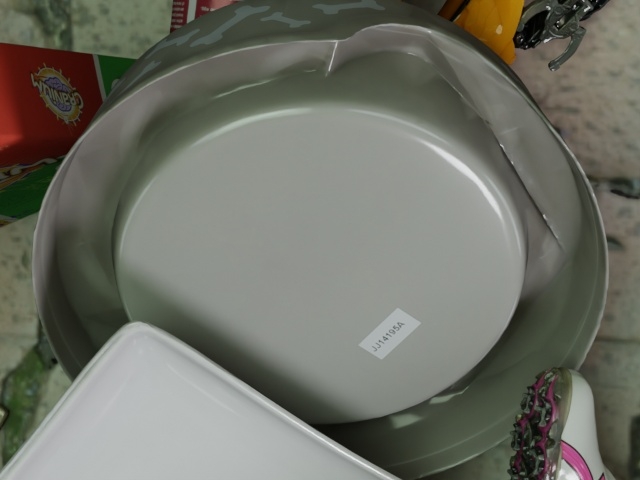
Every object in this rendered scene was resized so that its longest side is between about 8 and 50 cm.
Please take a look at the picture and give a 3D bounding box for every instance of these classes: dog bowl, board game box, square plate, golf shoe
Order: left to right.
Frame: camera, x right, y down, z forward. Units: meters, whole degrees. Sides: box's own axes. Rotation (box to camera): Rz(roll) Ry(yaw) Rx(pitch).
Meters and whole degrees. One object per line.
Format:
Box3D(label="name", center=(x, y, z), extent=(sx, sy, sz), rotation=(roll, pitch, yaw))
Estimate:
Box3D(label="board game box", center=(-0.254, -0.053, 1.172), extent=(0.242, 0.316, 0.064), rotation=(-21, 85, 21))
Box3D(label="square plate", center=(-0.084, 0.237, 1.171), extent=(0.347, 0.049, 0.344), rotation=(33, 113, -23))
Box3D(label="dog bowl", center=(0.000, 0.000, 1.105), extent=(0.349, 0.102, 0.348), rotation=(0, 128, 0))
Box3D(label="golf shoe", center=(0.163, 0.167, 1.114), extent=(0.086, 0.067, 0.186), rotation=(-4, 105, -11))

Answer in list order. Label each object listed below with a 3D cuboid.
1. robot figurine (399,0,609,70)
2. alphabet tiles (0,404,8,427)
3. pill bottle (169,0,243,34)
Box3D(label="robot figurine", center=(0.063, -0.161, 1.140), extent=(0.211, 0.085, 0.291), rotation=(31, 101, -24))
Box3D(label="alphabet tiles", center=(-0.413, 0.111, 1.403), extent=(0.343, 0.011, 0.285), rotation=(34, 104, 16))
Box3D(label="pill bottle", center=(-0.061, -0.142, 1.217), extent=(0.086, 0.086, 0.152), rotation=(9, 96, 20))
